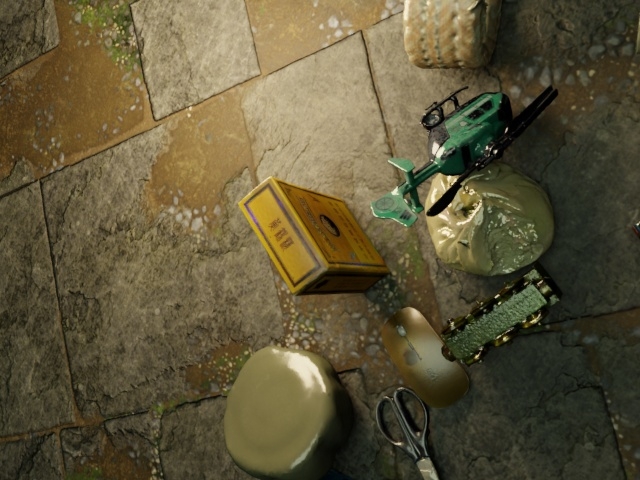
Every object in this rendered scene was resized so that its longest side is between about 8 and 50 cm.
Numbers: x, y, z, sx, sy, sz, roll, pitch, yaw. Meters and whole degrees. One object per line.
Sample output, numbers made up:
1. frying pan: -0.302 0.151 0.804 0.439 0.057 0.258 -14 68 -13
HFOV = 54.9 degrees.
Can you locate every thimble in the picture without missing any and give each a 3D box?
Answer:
1. thimble: 0.242 -0.417 1.093 0.148 0.196 0.229 10 62 24

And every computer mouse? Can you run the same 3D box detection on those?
1. computer mouse: 0.195 0.221 1.167 0.102 0.045 0.199 -40 72 17

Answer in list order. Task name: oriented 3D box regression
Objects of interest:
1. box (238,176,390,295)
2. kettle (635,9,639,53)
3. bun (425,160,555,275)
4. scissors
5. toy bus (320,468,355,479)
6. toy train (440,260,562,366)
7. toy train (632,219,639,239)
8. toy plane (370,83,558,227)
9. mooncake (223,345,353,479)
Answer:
1. box: 0.000 0.000 1.130 0.084 0.301 0.193 -40 72 18
2. kettle: 0.587 -0.354 0.978 0.148 0.127 0.098 5 122 24
3. bun: 0.290 -0.040 1.090 0.237 0.116 0.210 26 99 27
4. scissors: 0.199 0.424 1.153 0.109 0.022 0.300 -35 67 21
5. toy bus: 0.007 0.559 1.222 0.106 0.090 0.185 15 94 24
6. toy train: 0.309 0.131 1.065 0.225 0.137 0.090 -40 79 24
7. toy train: 0.629 0.127 0.928 0.086 0.089 0.409 -33 75 14
8. toy plane: 0.227 -0.153 1.050 0.381 0.106 0.155 -36 41 -18
9. mooncake: -0.064 0.346 1.216 0.275 0.135 0.275 -14 57 23
